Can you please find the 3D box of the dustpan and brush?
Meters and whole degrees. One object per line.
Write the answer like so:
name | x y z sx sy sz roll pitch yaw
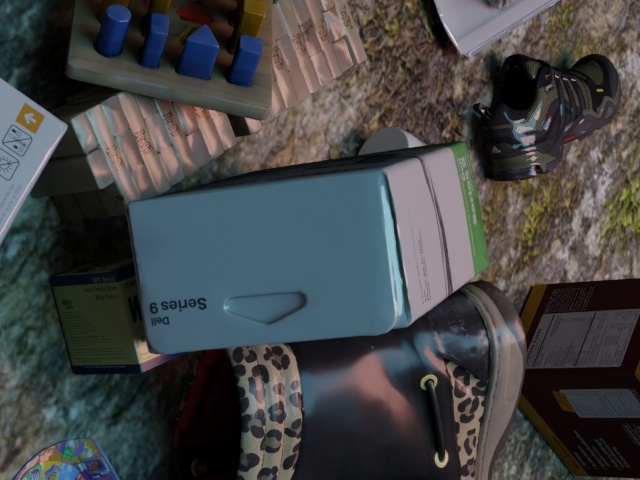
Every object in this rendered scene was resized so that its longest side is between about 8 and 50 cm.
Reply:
dustpan and brush | 0.151 -0.313 1.658 0.147 0.060 0.211 -33 87 -4

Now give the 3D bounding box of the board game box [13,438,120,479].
board game box | -0.183 0.243 1.285 0.133 0.033 0.169 -45 118 -40

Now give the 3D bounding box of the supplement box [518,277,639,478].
supplement box | 0.328 0.149 1.728 0.191 0.194 0.129 50 53 -32

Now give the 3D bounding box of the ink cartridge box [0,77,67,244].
ink cartridge box | -0.363 -0.041 1.073 0.307 0.072 0.304 35 61 -19

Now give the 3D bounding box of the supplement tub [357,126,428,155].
supplement tub | 0.092 -0.059 1.583 0.107 0.071 0.071 30 65 -42

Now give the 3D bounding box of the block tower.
block tower | -0.103 -0.123 1.362 0.335 0.097 0.091 -36 113 -41

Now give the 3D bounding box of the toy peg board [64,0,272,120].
toy peg board | -0.108 -0.191 1.277 0.161 0.079 0.161 11 46 -13

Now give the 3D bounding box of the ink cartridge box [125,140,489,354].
ink cartridge box | 0.000 0.000 1.300 0.289 0.211 0.122 -24 106 -73

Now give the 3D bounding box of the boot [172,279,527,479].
boot | 0.015 0.219 1.409 0.284 0.138 0.377 -5 121 -31

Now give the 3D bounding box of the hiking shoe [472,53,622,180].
hiking shoe | 0.248 -0.159 1.750 0.227 0.086 0.114 -44 121 -39

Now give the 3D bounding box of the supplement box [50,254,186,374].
supplement box | -0.159 0.058 1.289 0.056 0.083 0.083 -23 103 -47
